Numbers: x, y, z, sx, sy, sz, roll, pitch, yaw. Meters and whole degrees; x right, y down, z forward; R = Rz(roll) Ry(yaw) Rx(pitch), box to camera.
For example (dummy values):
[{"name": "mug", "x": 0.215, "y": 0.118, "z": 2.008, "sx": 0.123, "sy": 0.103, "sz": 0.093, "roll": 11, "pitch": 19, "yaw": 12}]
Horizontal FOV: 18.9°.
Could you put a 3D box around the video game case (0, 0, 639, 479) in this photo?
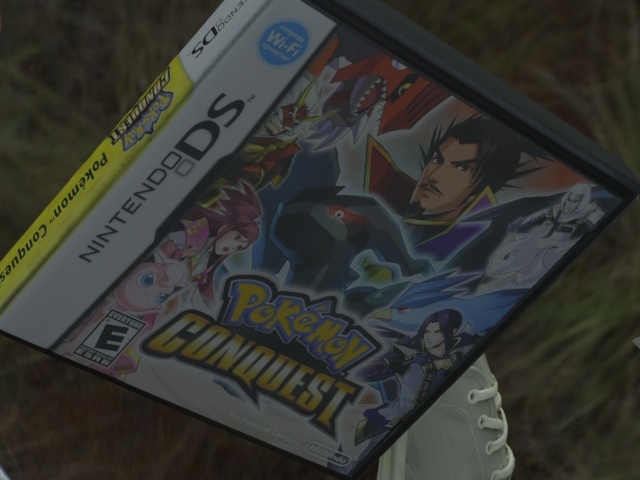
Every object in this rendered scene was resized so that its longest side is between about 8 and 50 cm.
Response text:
[{"name": "video game case", "x": 0.000, "y": 0.000, "z": 1.016, "sx": 0.248, "sy": 0.275, "sz": 0.035, "roll": -47, "pitch": 40, "yaw": 18}]

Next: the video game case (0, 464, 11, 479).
[{"name": "video game case", "x": -0.214, "y": 0.201, "z": 1.270, "sx": 0.036, "sy": 0.329, "sz": 0.300, "roll": -34, "pitch": 79, "yaw": -17}]

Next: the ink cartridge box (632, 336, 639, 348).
[{"name": "ink cartridge box", "x": 0.420, "y": 0.084, "z": 1.669, "sx": 0.189, "sy": 0.232, "sz": 0.066, "roll": 41, "pitch": 51, "yaw": -16}]

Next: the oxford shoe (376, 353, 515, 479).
[{"name": "oxford shoe", "x": 0.123, "y": 0.174, "z": 1.829, "sx": 0.130, "sy": 0.169, "sz": 0.449, "roll": 5, "pitch": 101, "yaw": 10}]
